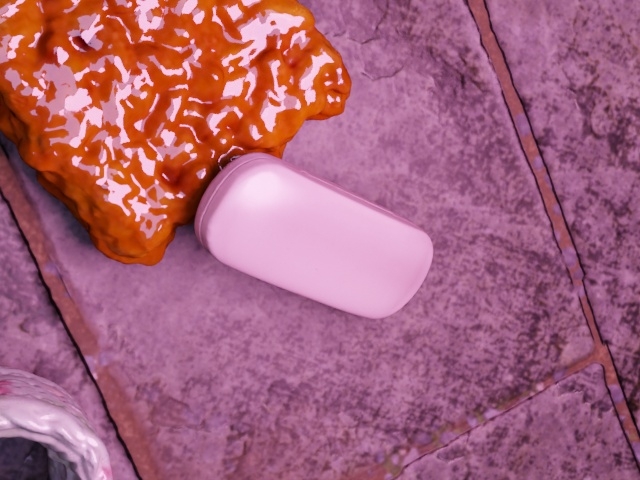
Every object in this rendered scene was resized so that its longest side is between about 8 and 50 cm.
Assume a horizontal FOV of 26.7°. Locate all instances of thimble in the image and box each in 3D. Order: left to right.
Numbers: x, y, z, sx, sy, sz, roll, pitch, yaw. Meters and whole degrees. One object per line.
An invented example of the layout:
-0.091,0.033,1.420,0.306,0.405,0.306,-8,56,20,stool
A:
-0.305,0.219,1.276,0.211,0.149,0.185,37,86,-21,thimble

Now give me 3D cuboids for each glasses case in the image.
0.000,0.000,1.352,0.297,0.075,0.113,23,104,-44,glasses case

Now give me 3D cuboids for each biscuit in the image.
-0.158,-0.167,1.295,0.312,0.110,0.318,-39,109,-9,biscuit
